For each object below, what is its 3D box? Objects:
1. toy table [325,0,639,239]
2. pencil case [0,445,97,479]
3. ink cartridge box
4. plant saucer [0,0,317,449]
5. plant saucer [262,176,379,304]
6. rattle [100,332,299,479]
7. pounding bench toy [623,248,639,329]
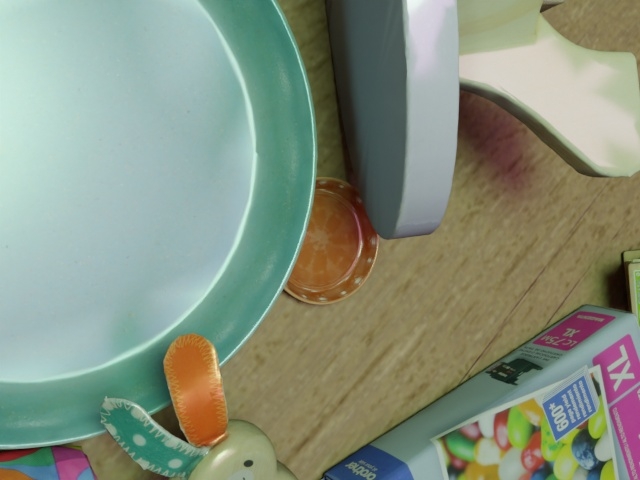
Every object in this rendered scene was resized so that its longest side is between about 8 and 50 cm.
[{"bbox_3d":[0.095,-0.149,0.458,0.161,0.252,0.274,-9,107,-9],"label":"toy table"},{"bbox_3d":[-0.218,0.156,0.378,0.236,0.104,0.104,5,90,-25],"label":"pencil case"},{"bbox_3d":[0.129,0.197,0.575,0.311,0.065,0.186,-26,103,-21],"label":"ink cartridge box"},{"bbox_3d":[-0.152,-0.051,0.431,0.317,0.043,0.318,-1,93,-26],"label":"plant saucer"},{"bbox_3d":[0.000,0.000,0.525,0.083,0.013,0.083,-2,94,-27],"label":"plant saucer"},{"bbox_3d":[-0.040,0.167,0.413,0.130,0.143,0.200,-5,124,-21],"label":"rattle"},{"bbox_3d":[0.271,0.051,0.630,0.052,0.065,0.083,-6,97,18],"label":"pounding bench toy"}]
